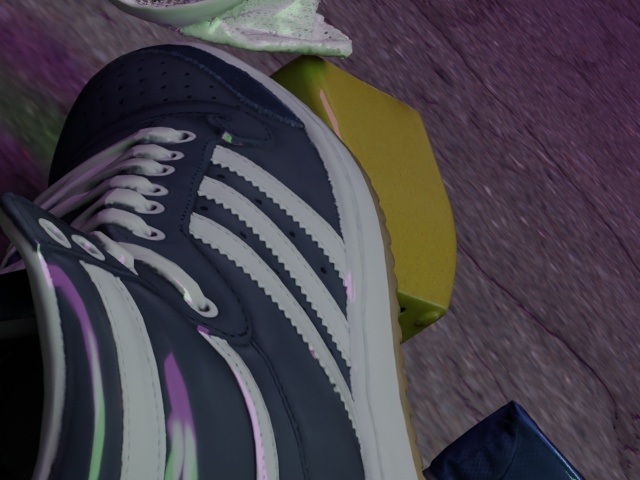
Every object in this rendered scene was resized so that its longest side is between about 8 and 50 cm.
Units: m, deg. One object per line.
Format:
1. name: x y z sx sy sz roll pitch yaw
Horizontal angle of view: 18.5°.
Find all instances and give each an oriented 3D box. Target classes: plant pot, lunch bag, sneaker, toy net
1. plant pot: 0.000 0.000 0.687 0.081 0.081 0.083 22 39 -54
2. lunch bag: 0.070 0.108 0.642 0.098 0.065 0.067 50 2 7
3. sneaker: -0.057 0.014 0.483 0.153 0.099 0.282 37 24 -37
4. toy net: -0.091 -0.107 0.616 0.232 0.045 0.122 18 22 -12
